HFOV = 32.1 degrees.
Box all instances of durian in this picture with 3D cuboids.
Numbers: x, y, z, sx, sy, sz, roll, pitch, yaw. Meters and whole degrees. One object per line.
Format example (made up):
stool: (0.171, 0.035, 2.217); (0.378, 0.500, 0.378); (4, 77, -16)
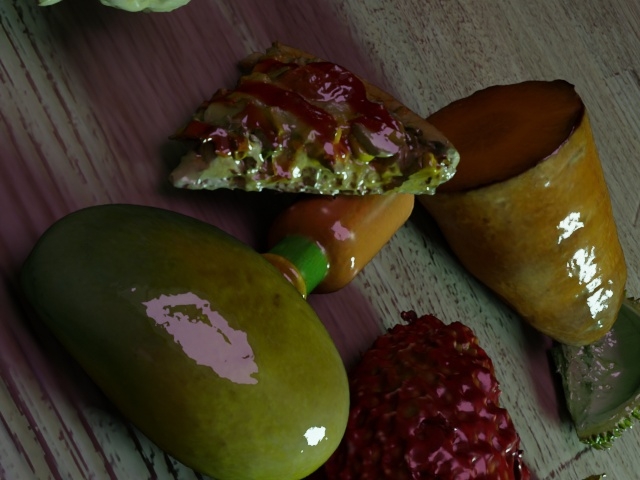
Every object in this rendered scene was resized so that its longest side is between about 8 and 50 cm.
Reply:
durian: (0.259, 0.100, 1.013); (0.100, 0.086, 0.215); (27, 45, -22)

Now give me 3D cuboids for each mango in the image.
mango: (-0.067, 0.052, 0.586); (0.195, 0.092, 0.130); (31, 44, -25)

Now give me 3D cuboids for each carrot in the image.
carrot: (0.185, -0.010, 0.940); (0.225, 0.159, 0.159); (56, 31, -26)

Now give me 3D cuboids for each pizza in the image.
pizza: (-0.020, -0.078, 0.729); (0.188, 0.062, 0.199); (32, 38, 30)

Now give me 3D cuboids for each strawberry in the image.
strawberry: (0.089, 0.140, 0.716); (0.174, 0.098, 0.228); (52, 34, -14)

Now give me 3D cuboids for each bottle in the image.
bottle: (0.000, 0.000, 0.732); (0.069, 0.069, 0.187); (56, 34, -7)

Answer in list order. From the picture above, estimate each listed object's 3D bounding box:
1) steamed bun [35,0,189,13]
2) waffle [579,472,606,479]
steamed bun: (-0.170, -0.251, 0.639); (0.292, 0.137, 0.295); (57, 38, -7)
waffle: (0.223, 0.300, 0.817); (0.210, 0.055, 0.160); (61, 31, -1)
